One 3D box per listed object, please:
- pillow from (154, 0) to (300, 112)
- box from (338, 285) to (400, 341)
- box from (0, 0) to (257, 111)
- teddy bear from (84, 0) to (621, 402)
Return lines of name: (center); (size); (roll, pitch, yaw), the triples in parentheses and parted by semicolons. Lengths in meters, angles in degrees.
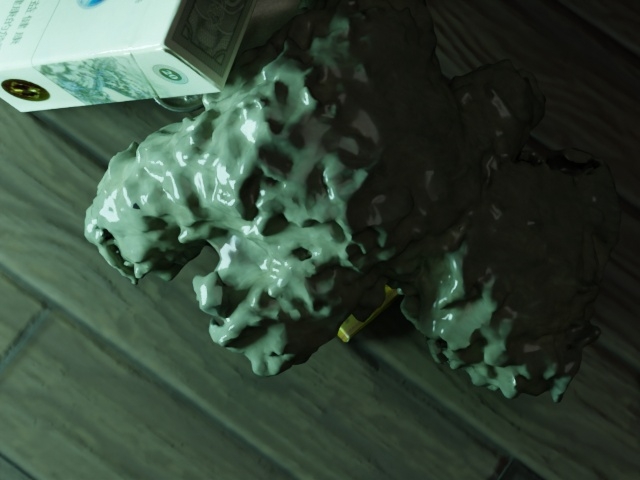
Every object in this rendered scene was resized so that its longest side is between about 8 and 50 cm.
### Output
pillow: (-0.062, -0.196, 1.564); (0.217, 0.033, 0.130); (-24, 80, -15)
box: (0.000, 0.000, 1.515); (0.089, 0.022, 0.156); (-39, 81, -17)
box: (-0.154, -0.193, 1.445); (0.069, 0.256, 0.164); (36, 66, -38)
teddy bear: (0.058, -0.019, 1.437); (0.367, 0.224, 0.357); (46, 69, -8)
